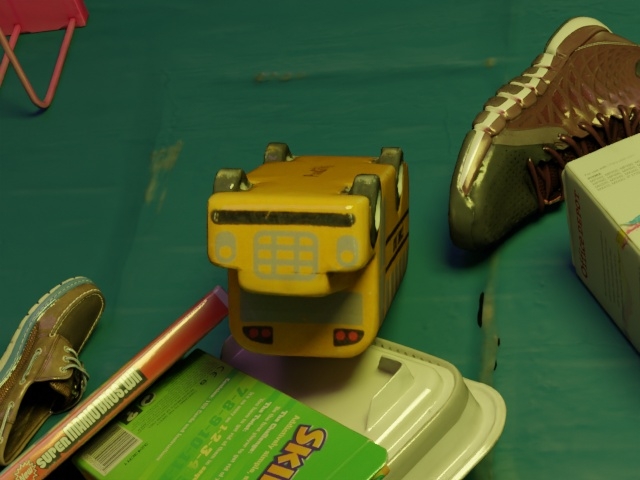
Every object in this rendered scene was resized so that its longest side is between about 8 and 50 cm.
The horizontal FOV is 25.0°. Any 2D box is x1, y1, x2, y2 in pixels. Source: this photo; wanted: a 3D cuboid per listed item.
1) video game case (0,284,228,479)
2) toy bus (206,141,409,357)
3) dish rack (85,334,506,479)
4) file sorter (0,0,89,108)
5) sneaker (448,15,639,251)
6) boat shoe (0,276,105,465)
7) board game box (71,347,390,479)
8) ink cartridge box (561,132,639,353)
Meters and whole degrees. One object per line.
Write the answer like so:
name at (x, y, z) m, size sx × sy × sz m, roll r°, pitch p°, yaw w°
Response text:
video game case at (-0.194, 0.150, 1.083) m, size 0.285 × 0.204 × 0.025 m, roll -42°, pitch 92°, yaw -22°
toy bus at (0.000, 0.000, 1.064) m, size 0.108 × 0.130 × 0.332 m, roll 3°, pitch 10°, yaw 8°
dish rack at (-0.062, 0.171, 1.025) m, size 0.333 × 0.072 × 0.285 m, roll -43°, pitch 30°, yaw -22°
file sorter at (-0.430, -0.241, 1.516) m, size 0.291 × 0.202 × 0.182 m, roll -4°, pitch 47°, yaw 14°
sneaker at (0.232, -0.084, 1.221) m, size 0.162 × 0.106 × 0.281 m, roll 19°, pitch 54°, yaw 28°
boat shoe at (-0.229, 0.114, 1.208) m, size 0.066 × 0.066 × 0.183 m, roll 22°, pitch 67°, yaw 28°
board game box at (-0.062, 0.149, 0.944) m, size 0.124 × 0.039 × 0.259 m, roll -41°, pitch 26°, yaw -18°
ink cartridge box at (0.260, 0.022, 1.088) m, size 0.072 × 0.127 × 0.175 m, roll -23°, pitch 45°, yaw -7°
